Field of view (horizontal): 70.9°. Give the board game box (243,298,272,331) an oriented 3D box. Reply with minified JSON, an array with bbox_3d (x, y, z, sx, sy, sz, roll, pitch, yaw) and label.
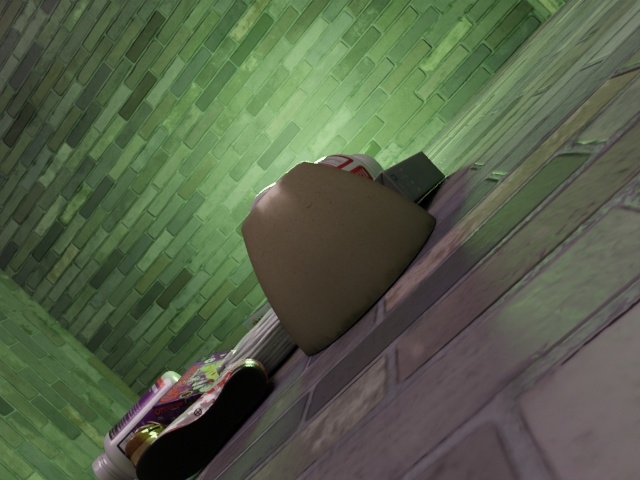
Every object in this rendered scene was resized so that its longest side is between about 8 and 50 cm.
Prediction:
[{"bbox_3d":[-0.059,0.147,1.314,0.303,0.097,0.224,-44,1,22],"label":"board game box"}]

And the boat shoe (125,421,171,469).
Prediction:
[{"bbox_3d":[-0.392,0.491,1.087,0.122,0.120,0.324,-47,-4,-24],"label":"boat shoe"}]

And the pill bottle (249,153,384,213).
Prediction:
[{"bbox_3d":[0.019,-0.096,1.194,0.229,0.229,0.408,-46,-6,40],"label":"pill bottle"}]

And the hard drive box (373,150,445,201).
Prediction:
[{"bbox_3d":[0.160,-0.093,1.025,0.181,0.089,0.232,-47,-8,38],"label":"hard drive box"}]

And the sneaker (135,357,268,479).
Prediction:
[{"bbox_3d":[-0.203,0.326,0.827,0.270,0.090,0.145,-44,-1,-8],"label":"sneaker"}]

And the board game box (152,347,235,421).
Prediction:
[{"bbox_3d":[-0.300,0.383,1.267,0.208,0.056,0.347,-21,3,5],"label":"board game box"}]

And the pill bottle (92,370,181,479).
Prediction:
[{"bbox_3d":[-0.500,0.564,1.332,0.323,0.181,0.181,-47,1,-18],"label":"pill bottle"}]

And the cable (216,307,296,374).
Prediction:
[{"bbox_3d":[-0.109,0.221,1.020,0.257,0.089,0.257,-47,1,-28],"label":"cable"}]

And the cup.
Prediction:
[{"bbox_3d":[0.000,0.000,0.802,0.331,0.237,0.331,-47,1,1],"label":"cup"}]
